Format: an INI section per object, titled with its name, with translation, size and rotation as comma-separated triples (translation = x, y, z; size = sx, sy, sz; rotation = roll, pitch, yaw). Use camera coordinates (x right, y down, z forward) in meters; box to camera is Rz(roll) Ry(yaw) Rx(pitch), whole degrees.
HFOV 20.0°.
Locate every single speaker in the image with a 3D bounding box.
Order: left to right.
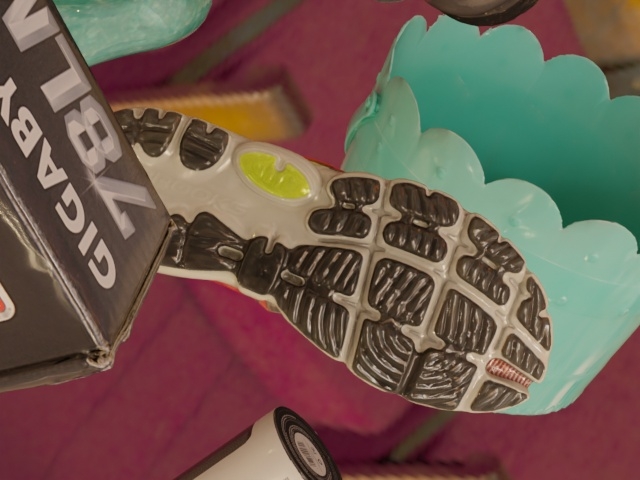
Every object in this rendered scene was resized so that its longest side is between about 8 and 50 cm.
[speaker]
translation = -0.058, 0.137, 0.849
size = 0.136, 0.055, 0.055
rotation = -36, 117, 14

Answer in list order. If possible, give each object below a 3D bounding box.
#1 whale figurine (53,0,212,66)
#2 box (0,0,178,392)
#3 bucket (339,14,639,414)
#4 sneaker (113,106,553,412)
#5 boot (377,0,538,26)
[whale figurine]
translation = -0.061, -0.133, 0.523
size = 0.141, 0.216, 0.272
rotation = 53, 151, 31
[box]
translation = -0.230, -0.068, 0.459
size = 0.293, 0.073, 0.295
rotation = -12, 122, 24
[bucket]
translation = 0.135, -0.019, 1.331
size = 0.281, 0.281, 0.183
rotation = 28, 119, -4
[sneaker]
translation = 0.000, 0.000, 0.986
size = 0.279, 0.107, 0.118
rotation = 27, -177, 3
[boot]
translation = 0.152, -0.251, 0.964
size = 0.118, 0.223, 0.338
rotation = 37, 100, 11
